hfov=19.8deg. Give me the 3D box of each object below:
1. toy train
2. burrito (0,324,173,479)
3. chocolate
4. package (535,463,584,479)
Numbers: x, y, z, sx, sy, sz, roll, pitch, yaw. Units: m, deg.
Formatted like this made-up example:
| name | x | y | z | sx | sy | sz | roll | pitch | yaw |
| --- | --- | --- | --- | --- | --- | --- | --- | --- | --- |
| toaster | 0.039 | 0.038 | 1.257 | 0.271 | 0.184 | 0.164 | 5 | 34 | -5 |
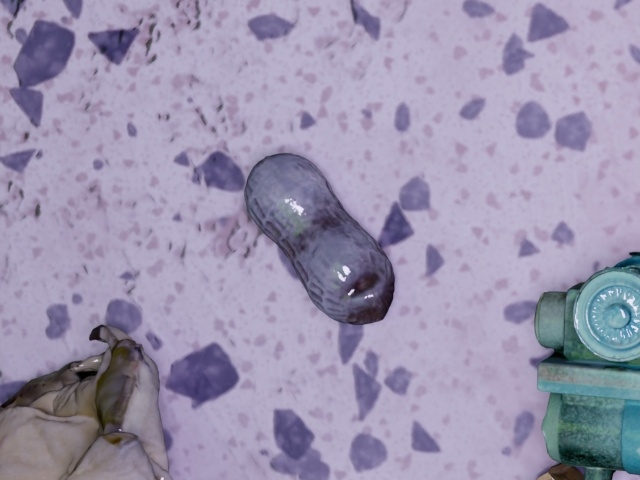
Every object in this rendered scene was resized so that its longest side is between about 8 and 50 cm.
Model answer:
| name | x | y | z | sx | sy | sz | roll | pitch | yaw |
| --- | --- | --- | --- | --- | --- | --- | --- | --- | --- |
| toy train | 0.302 | 0.112 | 1.341 | 0.298 | 0.120 | 0.194 | 4 | 98 | 22 |
| burrito | -0.242 | 0.220 | 1.550 | 0.332 | 0.190 | 0.135 | -36 | 114 | 22 |
| chocolate | 0.000 | 0.000 | 1.484 | 0.072 | 0.072 | 0.167 | -43 | 75 | 17 |
| package | 0.208 | 0.231 | 1.404 | 0.047 | 0.071 | 0.131 | -42 | 77 | 16 |
